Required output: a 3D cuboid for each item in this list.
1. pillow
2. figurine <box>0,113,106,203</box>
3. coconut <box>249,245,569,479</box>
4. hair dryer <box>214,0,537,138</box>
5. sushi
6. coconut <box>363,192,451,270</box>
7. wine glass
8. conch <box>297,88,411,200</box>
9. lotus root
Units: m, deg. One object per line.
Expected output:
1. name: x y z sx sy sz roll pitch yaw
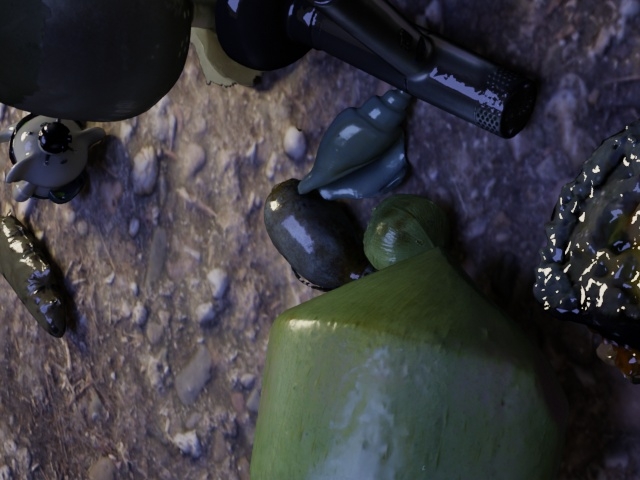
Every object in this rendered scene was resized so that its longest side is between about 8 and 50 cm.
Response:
1. pillow: -0.417 0.032 1.985 0.241 0.051 0.093 49 132 32
2. figurine: -0.357 -0.112 1.829 0.126 0.147 0.192 53 156 0
3. coconut: 0.083 0.161 1.281 0.328 0.281 0.328 -167 90 -76
4. hair dryer: 0.024 -0.230 1.278 0.320 0.284 0.155 28 75 39
5. sushi: 0.304 0.022 1.070 0.225 0.219 0.238 -50 25 4
6. coconut: 0.087 -0.001 1.380 0.096 0.088 0.087 25 117 49
7. wine glass: -0.202 -0.239 1.469 0.238 0.323 0.238 11 105 48
8. conch: 0.048 -0.097 1.425 0.180 0.088 0.065 -47 20 29
9. lotus root: -0.002 0.002 1.487 0.165 0.088 0.088 50 133 17
